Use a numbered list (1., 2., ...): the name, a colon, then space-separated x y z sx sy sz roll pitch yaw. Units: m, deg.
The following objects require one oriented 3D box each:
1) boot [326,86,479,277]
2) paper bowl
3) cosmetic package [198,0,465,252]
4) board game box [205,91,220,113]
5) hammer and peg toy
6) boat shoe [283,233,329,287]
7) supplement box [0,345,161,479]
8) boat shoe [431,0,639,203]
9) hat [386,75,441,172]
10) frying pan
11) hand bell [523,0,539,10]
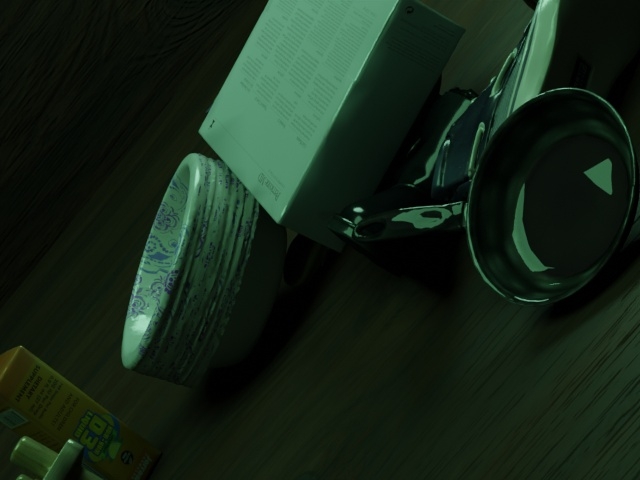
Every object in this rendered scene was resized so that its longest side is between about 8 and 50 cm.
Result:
1. boot: 0.107 -0.068 1.866 0.207 0.094 0.246 -56 -8 4
2. paper bowl: -0.138 0.044 2.227 0.284 0.148 0.284 -162 90 -78
3. cosmetic package: 0.000 -0.181 2.081 0.284 0.097 0.377 -59 24 8
4. board game box: -0.076 -0.178 2.640 0.048 0.141 0.170 -58 16 -20
5. hammer and peg toy: -0.385 0.419 2.117 0.361 0.127 0.266 -59 -2 -25
6. boat shoe: -0.001 0.000 2.233 0.056 0.048 0.153 -19 41 42
7. supplement box: -0.317 0.234 2.246 0.080 0.233 0.078 -23 32 54
8. boat shoe: 0.214 -0.162 1.794 0.158 0.127 0.340 -21 34 48
9. hat: 0.066 -0.174 2.221 0.331 0.134 0.331 -47 28 34
10. frying pan: 0.166 -0.005 1.612 0.326 0.053 0.197 -38 51 37
11. hand bell: 0.292 -0.368 1.990 0.126 0.126 0.242 -38 28 42
